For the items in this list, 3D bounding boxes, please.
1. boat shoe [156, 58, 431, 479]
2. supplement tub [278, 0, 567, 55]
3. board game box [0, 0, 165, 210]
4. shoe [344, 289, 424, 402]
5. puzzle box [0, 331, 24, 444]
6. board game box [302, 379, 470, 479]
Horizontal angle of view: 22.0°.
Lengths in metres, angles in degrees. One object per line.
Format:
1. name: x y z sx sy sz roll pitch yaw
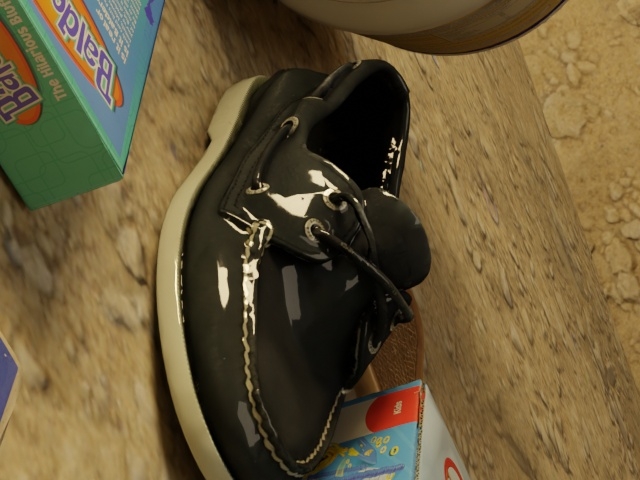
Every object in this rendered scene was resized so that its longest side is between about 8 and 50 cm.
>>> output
1. boat shoe: 0.002 0.003 0.842 0.340 0.113 0.127 -78 146 -62
2. supplement tub: 0.062 -0.251 1.104 0.331 0.241 0.241 -11 83 -75
3. board game box: -0.124 -0.137 0.696 0.210 0.047 0.160 -86 154 -55
4. shoe: 0.026 0.087 0.958 0.076 0.058 0.219 19 47 -46
5. puzzle box: -0.166 0.026 0.268 0.409 0.052 0.272 -90 156 -64
6. board game box: 0.059 0.276 0.776 0.302 0.086 0.308 -77 146 -62
